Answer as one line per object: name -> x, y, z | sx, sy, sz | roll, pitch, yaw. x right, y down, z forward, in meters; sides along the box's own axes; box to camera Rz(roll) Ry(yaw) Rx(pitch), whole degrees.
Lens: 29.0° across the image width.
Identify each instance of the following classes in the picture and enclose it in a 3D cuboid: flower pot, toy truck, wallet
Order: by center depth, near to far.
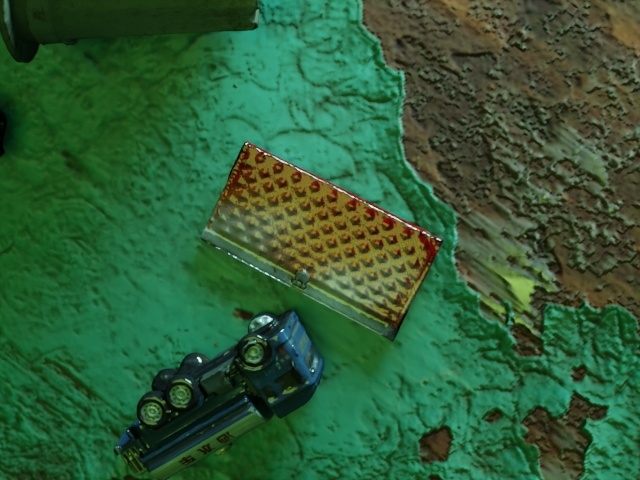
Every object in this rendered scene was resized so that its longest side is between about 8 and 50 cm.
flower pot -> -0.147, -0.243, 1.004 | 0.203, 0.212, 0.212 | 2, 100, -6
wallet -> 0.000, 0.000, 1.092 | 0.197, 0.020, 0.103 | 28, 103, 4
toy truck -> -0.094, 0.144, 1.105 | 0.202, 0.074, 0.088 | -31, 98, 13

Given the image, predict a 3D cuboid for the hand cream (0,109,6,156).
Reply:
hand cream -> -0.372, -0.158, 1.116 | 0.235, 0.055, 0.086 | 44, 101, 8
